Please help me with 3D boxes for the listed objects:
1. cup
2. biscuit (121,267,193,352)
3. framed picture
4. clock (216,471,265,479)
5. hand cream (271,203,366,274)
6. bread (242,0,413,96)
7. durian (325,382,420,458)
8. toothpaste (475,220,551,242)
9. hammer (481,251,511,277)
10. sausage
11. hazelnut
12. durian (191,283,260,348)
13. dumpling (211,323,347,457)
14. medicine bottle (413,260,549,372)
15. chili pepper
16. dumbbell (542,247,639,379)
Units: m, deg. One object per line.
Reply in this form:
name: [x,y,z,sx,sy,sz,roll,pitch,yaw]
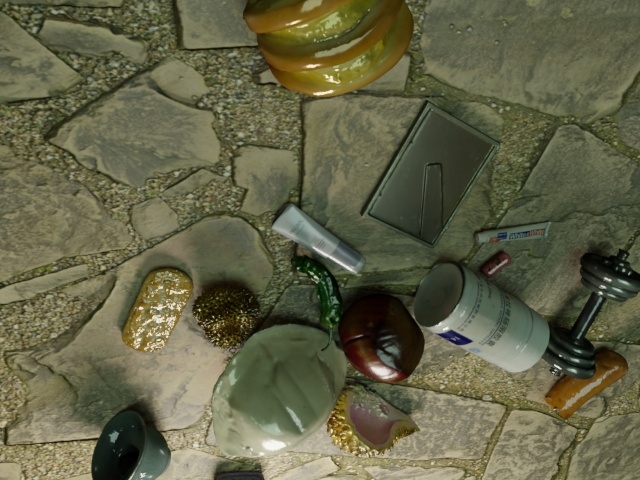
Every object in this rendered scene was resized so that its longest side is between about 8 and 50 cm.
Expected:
cup: [-0.473,0.562,1.421,0.199,0.199,0.150,-42,134,8]
biscuit: [-0.398,0.173,1.326,0.118,0.029,0.247,22,108,-21]
framed picture: [0.270,-0.150,1.333,0.232,0.024,0.315,24,106,-21]
clock: [-0.231,0.727,1.571,0.152,0.110,0.050,4,115,-15]
hand cream: [0.000,0.000,1.325,0.255,0.048,0.079,32,105,-23]
bread: [0.023,-0.423,1.050,0.315,0.211,0.270,-23,118,2]
durian: [0.122,0.561,1.587,0.305,0.186,0.195,30,128,-31]
toothpaste: [0.512,-0.019,1.444,0.218,0.033,0.052,-6,119,-15]
hammer: [0.474,0.067,1.465,0.083,0.043,0.043,-38,116,6]
sausage: [0.820,0.437,1.682,0.270,0.109,0.109,-41,116,8]
hazelnut: [0.149,0.250,1.400,0.229,0.229,0.230,-5,115,-10]
durian: [-0.224,0.181,1.318,0.168,0.137,0.158,-16,137,-20]
dumpling: [-0.095,0.363,1.378,0.395,0.233,0.316,-20,113,-24]
medicine bottle: [0.427,0.206,1.436,0.332,0.190,0.190,29,105,-22]
chili pepper: [0.007,0.137,1.354,0.122,0.065,0.279,-40,120,-35]
dumbbell: [0.745,0.208,1.515,0.179,0.179,0.406,13,111,-18]
